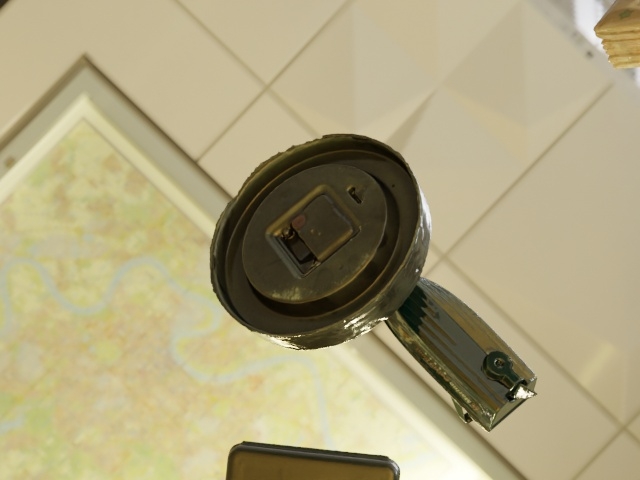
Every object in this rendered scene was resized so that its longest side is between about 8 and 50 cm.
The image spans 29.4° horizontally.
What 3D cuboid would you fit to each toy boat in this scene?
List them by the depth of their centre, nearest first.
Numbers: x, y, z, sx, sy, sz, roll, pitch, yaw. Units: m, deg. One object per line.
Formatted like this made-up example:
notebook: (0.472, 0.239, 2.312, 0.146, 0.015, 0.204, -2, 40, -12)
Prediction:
toy boat: (0.152, 0.124, 1.472, 0.093, 0.246, 0.103, -34, 159, -32)

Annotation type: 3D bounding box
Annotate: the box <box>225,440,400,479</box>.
box: (-0.014, 0.353, 1.606, 0.050, 0.230, 0.160, 23, 72, -84)

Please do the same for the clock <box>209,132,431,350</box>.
clock: (0.000, 0.000, 1.446, 0.280, 0.280, 0.055, -46, 139, -4)

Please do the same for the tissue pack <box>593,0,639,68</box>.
tissue pack: (0.455, -0.246, 1.214, 0.325, 0.071, 0.170, 2, -138, 48)
